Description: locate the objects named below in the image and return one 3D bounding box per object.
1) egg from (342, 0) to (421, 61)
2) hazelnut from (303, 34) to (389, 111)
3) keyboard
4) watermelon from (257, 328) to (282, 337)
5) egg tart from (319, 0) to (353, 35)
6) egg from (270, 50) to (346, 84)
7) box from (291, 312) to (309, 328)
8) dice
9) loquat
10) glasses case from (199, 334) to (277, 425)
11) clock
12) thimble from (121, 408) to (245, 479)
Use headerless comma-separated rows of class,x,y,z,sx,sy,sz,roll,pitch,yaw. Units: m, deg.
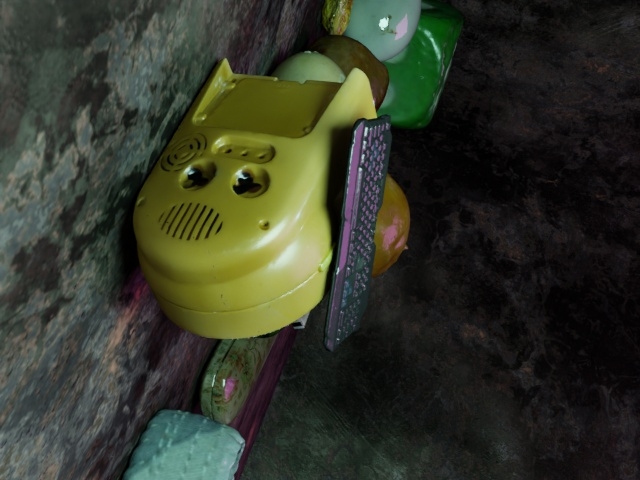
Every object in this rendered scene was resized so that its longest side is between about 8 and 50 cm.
egg,0.135,-0.527,1.428,0.183,0.183,0.264,84,19,-77
hazelnut,0.023,-0.299,1.228,0.210,0.210,0.186,-61,145,-61
keyboard,0.043,-0.007,0.709,0.106,0.016,0.262,-29,130,-61
watermelon,-0.123,0.117,1.277,0.187,0.141,0.140,87,22,-59
egg tart,0.034,-0.472,1.300,0.130,0.052,0.130,19,90,-86
egg,-0.024,-0.214,1.059,0.164,0.164,0.201,-66,169,-45
box,-0.085,0.077,1.491,0.247,0.033,0.129,63,29,-29
dice,0.206,-0.487,1.701,0.297,0.287,0.300,-63,170,-57
loquat,0.069,-0.054,1.623,0.328,0.328,0.328,19,90,-84
glasses case,-0.162,0.227,1.445,0.425,0.098,0.156,-64,160,-52
clock,-0.080,-0.045,0.743,0.317,0.244,0.200,-61,149,-35
thimble,-0.231,0.416,1.054,0.205,0.172,0.250,99,9,-69
